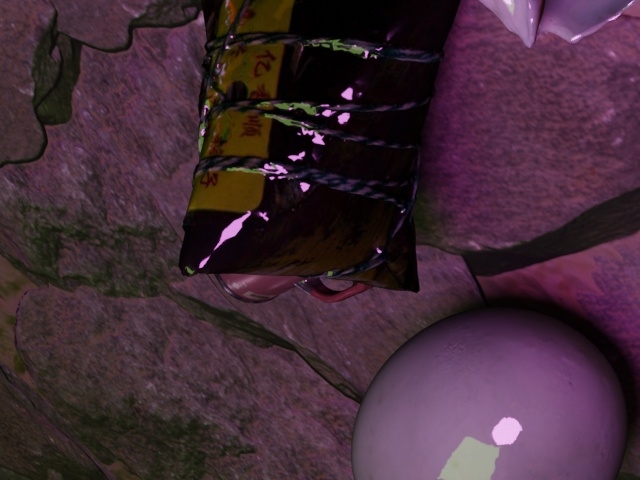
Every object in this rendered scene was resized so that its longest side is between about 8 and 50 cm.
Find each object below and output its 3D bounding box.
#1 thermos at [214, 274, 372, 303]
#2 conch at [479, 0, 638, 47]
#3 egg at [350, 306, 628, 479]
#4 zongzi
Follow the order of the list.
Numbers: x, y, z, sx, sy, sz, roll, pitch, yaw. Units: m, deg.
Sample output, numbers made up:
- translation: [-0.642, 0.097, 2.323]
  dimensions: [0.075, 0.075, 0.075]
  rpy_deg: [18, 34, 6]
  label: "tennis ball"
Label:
- translation: [-0.007, -0.005, 2.256]
  dimensions: [0.109, 0.136, 0.330]
  rpy_deg: [15, 159, -25]
  label: "thermos"
- translation: [0.166, -0.342, 1.597]
  dimensions: [0.249, 0.197, 0.368]
  rpy_deg: [4, 141, 3]
  label: "conch"
- translation: [0.180, 0.217, 2.160]
  dimensions: [0.276, 0.276, 0.389]
  rpy_deg: [45, 151, -1]
  label: "egg"
- translation: [0.033, -0.146, 1.961]
  dimensions: [0.362, 0.319, 0.384]
  rpy_deg: [-13, 82, 43]
  label: "zongzi"
